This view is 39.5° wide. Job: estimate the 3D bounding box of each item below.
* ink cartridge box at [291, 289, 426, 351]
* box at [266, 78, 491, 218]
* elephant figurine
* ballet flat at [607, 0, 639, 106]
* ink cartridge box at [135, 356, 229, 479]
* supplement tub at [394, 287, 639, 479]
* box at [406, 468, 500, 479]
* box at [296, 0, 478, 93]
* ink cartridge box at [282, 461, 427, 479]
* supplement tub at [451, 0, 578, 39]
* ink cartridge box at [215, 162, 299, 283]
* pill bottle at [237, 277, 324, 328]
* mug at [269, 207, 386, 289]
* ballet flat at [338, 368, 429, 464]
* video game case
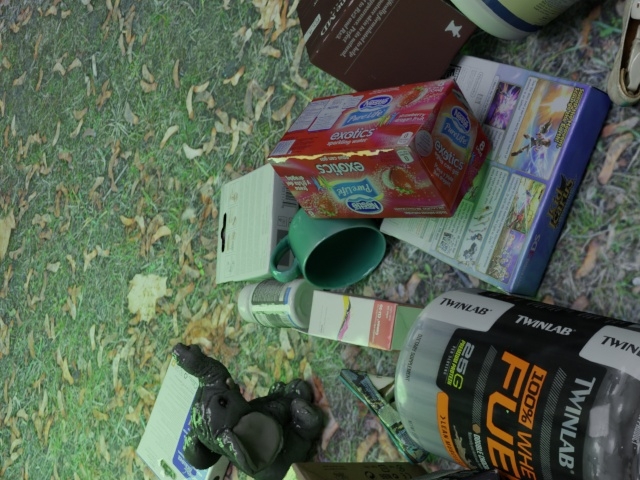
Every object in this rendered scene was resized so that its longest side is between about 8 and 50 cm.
[{"bbox_3d":[0.065,0.111,1.246,0.198,0.115,0.067,5,86,46],"label":"ink cartridge box"},{"bbox_3d":[0.073,-0.113,1.162,0.257,0.122,0.128,0,47,46],"label":"box"},{"bbox_3d":[-0.129,0.275,1.320,0.169,0.239,0.186,-51,50,25],"label":"elephant figurine"},{"bbox_3d":[0.379,-0.238,1.039,0.052,0.057,0.168,-72,-8,-83],"label":"ballet flat"},{"bbox_3d":[-0.227,0.332,1.550,0.206,0.045,0.208,32,103,45],"label":"ink cartridge box"},{"bbox_3d":[0.264,0.176,0.961,0.338,0.207,0.207,11,89,47],"label":"supplement tub"},{"bbox_3d":[0.134,0.392,0.942,0.165,0.143,0.270,135,122,-71],"label":"box"},{"bbox_3d":[0.086,-0.312,1.238,0.168,0.167,0.203,-51,26,25],"label":"box"},{"bbox_3d":[0.026,0.382,1.141,0.088,0.234,0.193,45,114,43],"label":"ink cartridge box"},{"bbox_3d":[0.291,-0.415,1.042,0.325,0.235,0.235,-34,59,37],"label":"supplement tub"},{"bbox_3d":[-0.109,-0.024,1.520,0.232,0.066,0.189,162,113,-65],"label":"ink cartridge box"},{"bbox_3d":[-0.063,0.099,1.410,0.137,0.078,0.078,-3,79,45],"label":"pill bottle"},{"bbox_3d":[0.007,-0.006,1.303,0.097,0.157,0.129,62,139,40],"label":"mug"},{"bbox_3d":[0.099,0.228,1.236,0.188,0.070,0.070,46,114,39],"label":"ballet flat"},{"bbox_3d":[0.221,-0.094,1.170,0.244,0.061,0.269,29,102,47],"label":"video game case"}]
